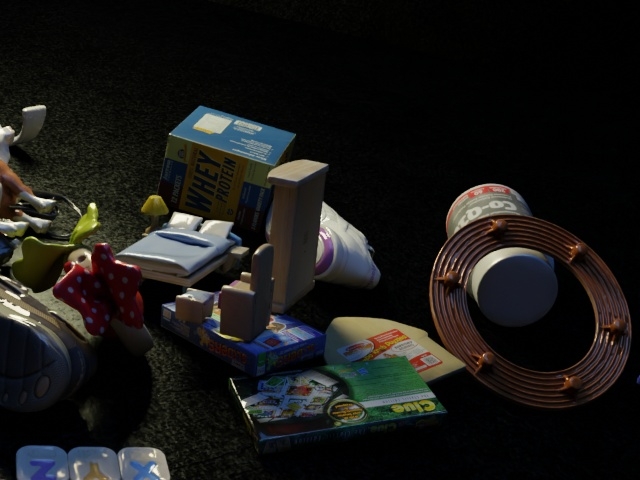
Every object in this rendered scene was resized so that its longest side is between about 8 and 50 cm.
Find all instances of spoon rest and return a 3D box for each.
[{"bbox_3d":[-0.636,-0.228,1.918,0.276,0.084,0.137,12,19,28],"label":"spoon rest"}]

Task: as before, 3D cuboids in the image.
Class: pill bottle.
[{"bbox_3d":[0.318,0.023,1.802,0.161,0.161,0.283,12,24,-7],"label":"pill bottle"}]

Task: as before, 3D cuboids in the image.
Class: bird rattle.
[{"bbox_3d":[-0.276,0.065,1.335,0.143,0.207,0.253,-43,41,-18],"label":"bird rattle"}]

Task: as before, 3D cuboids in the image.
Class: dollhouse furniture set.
[{"bbox_3d":[-0.177,-0.021,1.495,0.303,0.198,0.286,11,17,17],"label":"dollhouse furniture set"}]

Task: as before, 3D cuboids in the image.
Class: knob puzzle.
[{"bbox_3d":[0.085,0.170,1.503,0.213,0.030,0.213,6,28,-3],"label":"knob puzzle"}]

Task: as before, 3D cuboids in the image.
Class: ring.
[{"bbox_3d":[0.331,0.100,1.585,0.337,0.032,0.336,7,58,-12],"label":"ring"}]

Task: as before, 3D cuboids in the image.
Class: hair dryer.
[{"bbox_3d":[-0.543,-0.062,1.608,0.293,0.080,0.223,35,25,9],"label":"hair dryer"}]

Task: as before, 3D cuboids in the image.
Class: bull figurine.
[{"bbox_3d":[-0.486,-0.063,1.461,0.188,0.101,0.310,29,28,-4],"label":"bull figurine"}]

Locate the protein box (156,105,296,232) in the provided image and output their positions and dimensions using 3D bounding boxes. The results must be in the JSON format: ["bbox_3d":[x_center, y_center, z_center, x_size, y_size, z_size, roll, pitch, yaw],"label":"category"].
[{"bbox_3d":[-0.171,-0.136,1.893,0.200,0.136,0.201,17,24,3],"label":"protein box"}]

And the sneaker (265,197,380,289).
[{"bbox_3d":[0.000,0.000,1.773,0.152,0.114,0.305,22,18,-32],"label":"sneaker"}]

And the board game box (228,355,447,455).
[{"bbox_3d":[0.022,0.212,1.345,0.260,0.030,0.136,-4,27,-20],"label":"board game box"}]

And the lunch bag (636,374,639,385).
[{"bbox_3d":[0.570,0.245,1.552,0.151,0.096,0.129,8,23,-38],"label":"lunch bag"}]

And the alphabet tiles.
[{"bbox_3d":[-0.225,0.300,1.062,0.284,0.021,0.278,6,26,-20],"label":"alphabet tiles"}]

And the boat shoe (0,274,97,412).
[{"bbox_3d":[-0.427,0.102,1.277,0.355,0.132,0.130,32,9,22],"label":"boat shoe"}]

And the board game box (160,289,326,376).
[{"bbox_3d":[-0.110,0.125,1.446,0.201,0.035,0.136,22,23,40],"label":"board game box"}]
